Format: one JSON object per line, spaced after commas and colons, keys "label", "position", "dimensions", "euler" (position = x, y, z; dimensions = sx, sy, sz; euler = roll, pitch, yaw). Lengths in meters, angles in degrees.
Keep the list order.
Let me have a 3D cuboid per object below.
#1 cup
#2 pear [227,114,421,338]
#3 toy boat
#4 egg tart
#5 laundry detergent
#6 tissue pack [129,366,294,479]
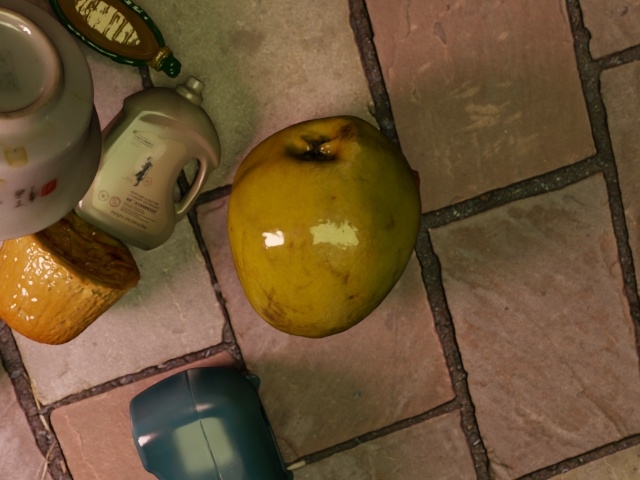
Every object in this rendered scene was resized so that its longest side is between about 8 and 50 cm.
{"label": "cup", "position": [-0.430, -0.187, 1.408], "dimensions": [0.347, 0.163, 0.347], "euler": [12, 59, -22]}
{"label": "pear", "position": [0.000, 0.000, 1.597], "dimensions": [0.287, 0.287, 0.375], "euler": [-2, 131, -11]}
{"label": "toy boat", "position": [-0.293, -0.303, 1.542], "dimensions": [0.229, 0.088, 0.089], "euler": [32, 95, -17]}
{"label": "egg tart", "position": [-0.379, 0.047, 1.577], "dimensions": [0.202, 0.202, 0.147], "euler": [34, 110, -18]}
{"label": "laundry detergent", "position": [-0.240, -0.123, 1.599], "dimensions": [0.181, 0.091, 0.253], "euler": [31, 96, -24]}
{"label": "tissue pack", "position": [-0.155, 0.339, 1.683], "dimensions": [0.206, 0.198, 0.287], "euler": [-20, 105, -4]}
